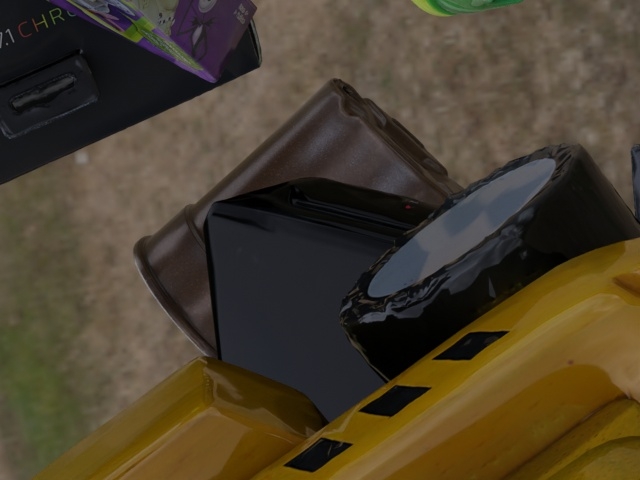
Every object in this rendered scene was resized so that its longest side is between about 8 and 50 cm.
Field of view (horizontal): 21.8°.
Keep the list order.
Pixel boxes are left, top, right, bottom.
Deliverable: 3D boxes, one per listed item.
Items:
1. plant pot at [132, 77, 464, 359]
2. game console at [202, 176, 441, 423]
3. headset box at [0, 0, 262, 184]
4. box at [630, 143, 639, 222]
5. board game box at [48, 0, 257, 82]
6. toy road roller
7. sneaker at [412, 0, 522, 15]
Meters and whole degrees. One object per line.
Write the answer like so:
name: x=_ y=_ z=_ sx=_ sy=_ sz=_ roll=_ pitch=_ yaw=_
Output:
plant pot: x=0.000 y=0.000 z=1.034 sx=0.165 sy=0.167 sz=0.167 roll=-46 pitch=56 yaw=11
game console: x=0.112 y=0.095 z=0.742 sx=0.361 sy=0.044 sz=0.213 roll=13 pitch=126 yaw=25
headset box: x=-0.197 y=-0.161 z=0.946 sx=0.283 sy=0.246 sz=0.131 roll=55 pitch=167 yaw=43
box: x=0.331 y=-0.040 z=0.893 sx=0.216 sy=0.270 sz=0.060 roll=1 pitch=99 yaw=45
board game box: x=-0.169 y=-0.170 z=0.640 sx=0.208 sy=0.347 sz=0.056 roll=32 pitch=88 yaw=19
toy road roller: x=0.025 y=0.132 z=0.445 sx=0.202 sy=0.329 sz=0.240 roll=54 pitch=-178 yaw=-8
sneaker: x=0.098 y=-0.261 z=1.395 sx=0.123 sy=0.295 sz=0.109 roll=4 pitch=88 yaw=28
